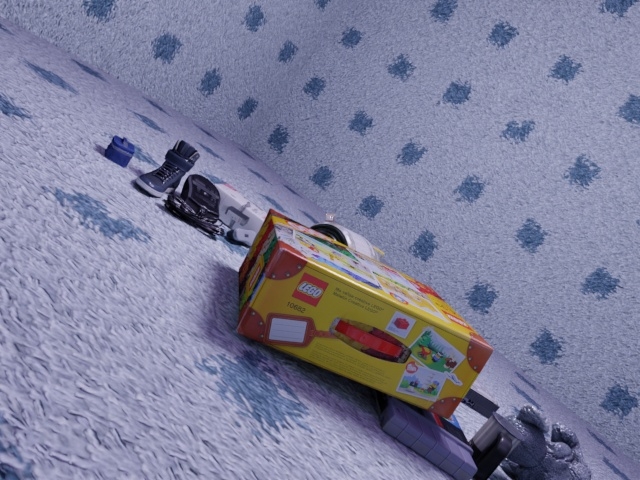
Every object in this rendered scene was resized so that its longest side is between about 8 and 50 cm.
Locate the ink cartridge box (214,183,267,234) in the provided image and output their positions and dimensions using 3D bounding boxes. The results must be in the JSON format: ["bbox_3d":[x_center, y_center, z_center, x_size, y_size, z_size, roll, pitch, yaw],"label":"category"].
[{"bbox_3d":[-0.268,-0.091,1.644,0.218,0.092,0.158,38,9,0],"label":"ink cartridge box"}]

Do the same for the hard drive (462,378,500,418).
[{"bbox_3d":[0.451,0.448,1.723,0.237,0.064,0.339,34,10,-16],"label":"hard drive"}]

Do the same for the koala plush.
[{"bbox_3d":[0.503,0.498,1.173,0.221,0.196,0.203,49,14,-10],"label":"koala plush"}]

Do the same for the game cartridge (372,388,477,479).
[{"bbox_3d":[0.225,0.389,1.170,0.230,0.068,0.355,31,9,-7],"label":"game cartridge"}]

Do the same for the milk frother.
[{"bbox_3d":[0.402,0.485,1.090,0.143,0.134,0.129,36,9,-5],"label":"milk frother"}]

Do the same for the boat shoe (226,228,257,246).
[{"bbox_3d":[-0.235,-0.011,1.506,0.040,0.049,0.142,-1,-11,21],"label":"boat shoe"}]

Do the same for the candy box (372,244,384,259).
[{"bbox_3d":[0.133,0.097,1.839,0.105,0.206,0.027,31,19,-31],"label":"candy box"}]

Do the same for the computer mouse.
[{"bbox_3d":[-0.366,-0.107,1.449,0.189,0.072,0.272,35,21,-23],"label":"computer mouse"}]

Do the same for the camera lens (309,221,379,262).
[{"bbox_3d":[0.057,0.066,1.660,0.219,0.219,0.274,42,10,30],"label":"camera lens"}]

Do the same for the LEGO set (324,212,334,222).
[{"bbox_3d":[0.056,0.025,2.168,0.107,0.132,0.286,35,29,-47],"label":"LEGO set"}]

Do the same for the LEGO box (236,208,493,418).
[{"bbox_3d":[0.071,0.150,1.141,0.501,0.193,0.372,26,10,-15],"label":"LEGO box"}]

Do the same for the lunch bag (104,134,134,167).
[{"bbox_3d":[-0.575,-0.263,1.425,0.067,0.065,0.098,31,11,-33],"label":"lunch bag"}]

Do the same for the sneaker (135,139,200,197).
[{"bbox_3d":[-0.430,-0.210,1.406,0.086,0.163,0.226,38,10,-6],"label":"sneaker"}]

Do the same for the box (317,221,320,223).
[{"bbox_3d":[0.040,0.053,1.885,0.207,0.153,0.108,33,9,-25],"label":"box"}]
